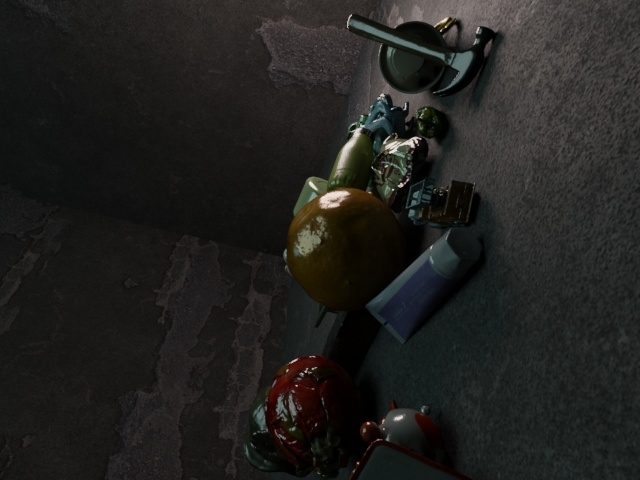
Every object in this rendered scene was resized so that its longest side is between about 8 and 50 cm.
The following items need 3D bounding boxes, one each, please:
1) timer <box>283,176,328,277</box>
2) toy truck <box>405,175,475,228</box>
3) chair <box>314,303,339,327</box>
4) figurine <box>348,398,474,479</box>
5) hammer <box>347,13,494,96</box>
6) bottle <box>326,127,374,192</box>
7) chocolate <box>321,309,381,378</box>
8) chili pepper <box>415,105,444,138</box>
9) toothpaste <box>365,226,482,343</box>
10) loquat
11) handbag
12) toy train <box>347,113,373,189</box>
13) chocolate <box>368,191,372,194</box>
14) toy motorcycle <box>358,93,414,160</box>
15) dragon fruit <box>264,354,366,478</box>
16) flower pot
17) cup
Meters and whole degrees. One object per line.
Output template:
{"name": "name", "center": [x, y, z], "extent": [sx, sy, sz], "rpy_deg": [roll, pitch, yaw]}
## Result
{"name": "timer", "center": [0.000, 0.000, 1.541], "extent": [0.315, 0.291, 0.291], "rpy_deg": [-55, 15, 16]}
{"name": "toy truck", "center": [0.234, -0.075, 0.994], "extent": [0.178, 0.115, 0.080], "rpy_deg": [157, 126, -81]}
{"name": "chair", "center": [0.075, 0.178, 1.547], "extent": [0.270, 0.136, 0.147], "rpy_deg": [112, 166, -53]}
{"name": "figurine", "center": [0.143, 0.356, 0.799], "extent": [0.226, 0.183, 0.160], "rpy_deg": [-61, -3, -74]}
{"name": "hammer", "center": [0.217, -0.492, 1.186], "extent": [0.440, 0.044, 0.168], "rpy_deg": [43, 118, 39]}
{"name": "bottle", "center": [0.100, -0.225, 1.405], "extent": [0.112, 0.112, 0.260], "rpy_deg": [116, 174, -56]}
{"name": "chocolate", "center": [0.085, 0.294, 1.409], "extent": [0.112, 0.112, 0.321], "rpy_deg": [-86, 12, -56]}
{"name": "chili pepper", "center": [0.277, -0.295, 1.213], "extent": [0.204, 0.073, 0.072], "rpy_deg": [-69, -21, -64]}
{"name": "toothpaste", "center": [0.200, 0.105, 0.993], "extent": [0.080, 0.125, 0.371], "rpy_deg": [-39, -14, -37]}
{"name": "loquat", "center": [0.066, 0.025, 1.229], "extent": [0.328, 0.328, 0.328], "rpy_deg": [-166, 90, -81]}
{"name": "handbag", "center": [0.206, -0.191, 1.319], "extent": [0.235, 0.127, 0.213], "rpy_deg": [-119, 46, -76]}
{"name": "toy train", "center": [0.157, -0.325, 1.750], "extent": [0.115, 0.154, 0.269], "rpy_deg": [-94, 19, -61]}
{"name": "chocolate", "center": [0.153, -0.061, 1.663], "extent": [0.085, 0.086, 0.219], "rpy_deg": [160, 128, -80]}
{"name": "toy motorcycle", "center": [0.205, -0.325, 1.530], "extent": [0.206, 0.154, 0.260], "rpy_deg": [-118, 28, -41]}
{"name": "dragon fruit", "center": [-0.015, 0.452, 1.268], "extent": [0.342, 0.277, 0.277], "rpy_deg": [-165, 88, -82]}
{"name": "flower pot", "center": [-0.102, 0.613, 1.550], "extent": [0.302, 0.302, 0.213], "rpy_deg": [-110, 35, -75]}
{"name": "cup", "center": [0.277, -0.545, 1.364], "extent": [0.241, 0.185, 0.226], "rpy_deg": [-37, 17, 17]}
